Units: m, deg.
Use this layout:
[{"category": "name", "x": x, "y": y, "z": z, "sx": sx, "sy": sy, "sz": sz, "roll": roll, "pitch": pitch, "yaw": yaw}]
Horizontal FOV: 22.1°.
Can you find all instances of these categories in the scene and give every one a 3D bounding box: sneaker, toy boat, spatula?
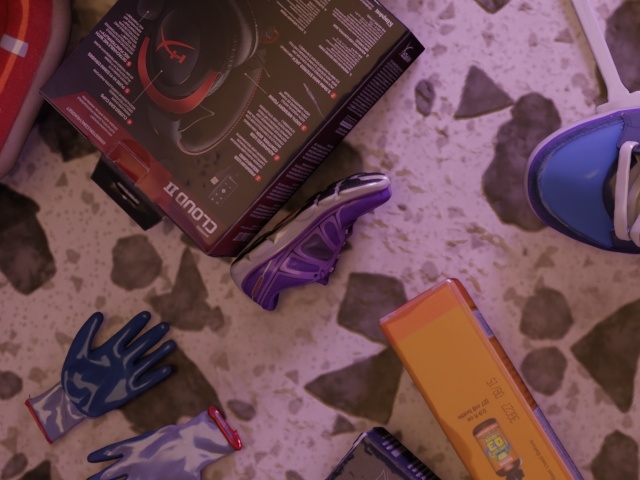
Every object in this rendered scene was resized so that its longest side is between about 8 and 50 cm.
[{"category": "sneaker", "x": 0.319, "y": -0.032, "z": 1.301, "sx": 0.322, "sy": 0.236, "sz": 0.130, "roll": 6, "pitch": 100, "yaw": 9}, {"category": "toy boat", "x": -0.329, "y": -0.170, "z": 1.464, "sx": 0.151, "sy": 0.151, "sz": 0.231, "roll": 26, "pitch": 93, "yaw": 47}, {"category": "spatula", "x": 0.306, "y": -0.180, "z": 1.429, "sx": 0.168, "sy": 0.019, "sz": 0.242, "roll": -21, "pitch": 84, "yaw": 15}, {"category": "sneaker", "x": 0.000, "y": 0.000, "z": 1.467, "sx": 0.170, "sy": 0.068, "sz": 0.071, "roll": -37, "pitch": 97, "yaw": 16}]

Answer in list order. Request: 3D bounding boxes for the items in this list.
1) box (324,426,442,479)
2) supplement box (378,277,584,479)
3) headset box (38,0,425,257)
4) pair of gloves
[{"category": "box", "x": 0.053, "y": 0.272, "z": 1.422, "sx": 0.158, "sy": 0.093, "sz": 0.156, "roll": 42, "pitch": 96, "yaw": 10}, {"category": "supplement box", "x": 0.145, "y": 0.149, "z": 1.418, "sx": 0.078, "sy": 0.080, "sz": 0.233, "roll": -32, "pitch": 81, "yaw": 9}, {"category": "headset box", "x": -0.087, "y": -0.140, "z": 1.454, "sx": 0.218, "sy": 0.110, "sz": 0.293, "roll": 43, "pitch": 96, "yaw": 10}, {"category": "pair of gloves", "x": -0.176, "y": 0.164, "z": 1.506, "sx": 0.159, "sy": 0.023, "sz": 0.198, "roll": -35, "pitch": 83, "yaw": 6}]
